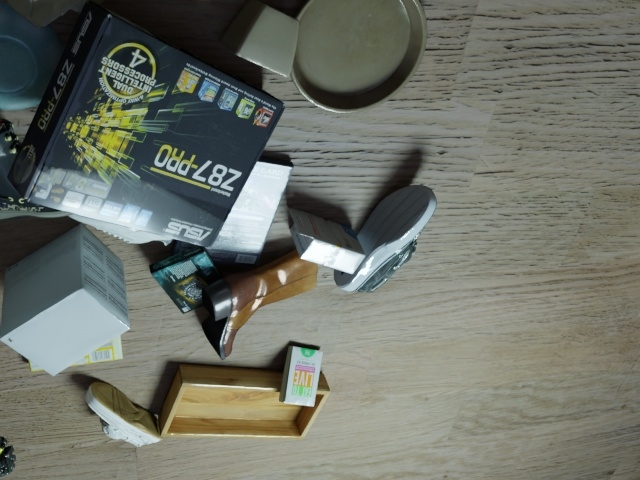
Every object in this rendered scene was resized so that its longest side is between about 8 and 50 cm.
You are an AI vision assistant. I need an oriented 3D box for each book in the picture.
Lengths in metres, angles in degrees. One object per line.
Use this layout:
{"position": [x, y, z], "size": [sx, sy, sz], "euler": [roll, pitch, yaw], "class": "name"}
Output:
{"position": [-0.049, 0.353, 1.857], "size": [0.096, 0.035, 0.144], "euler": [15, 79, -31], "class": "book"}

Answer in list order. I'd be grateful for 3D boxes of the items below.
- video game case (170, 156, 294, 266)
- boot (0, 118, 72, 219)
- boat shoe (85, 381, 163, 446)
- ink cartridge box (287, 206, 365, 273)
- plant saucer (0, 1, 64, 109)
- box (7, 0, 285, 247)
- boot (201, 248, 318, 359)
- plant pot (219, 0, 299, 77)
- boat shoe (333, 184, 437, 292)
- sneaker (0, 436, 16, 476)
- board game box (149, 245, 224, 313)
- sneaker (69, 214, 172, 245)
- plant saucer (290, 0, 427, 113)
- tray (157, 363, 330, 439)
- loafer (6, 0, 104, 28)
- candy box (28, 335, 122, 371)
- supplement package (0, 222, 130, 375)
{"position": [-0.190, -0.063, 1.518], "size": [0.196, 0.026, 0.274], "euler": [7, 124, -25], "class": "video game case"}
{"position": [-0.524, -0.130, 1.289], "size": [0.236, 0.085, 0.179], "euler": [-7, 132, -5], "class": "boot"}
{"position": [-0.504, 0.449, 1.776], "size": [0.096, 0.098, 0.277], "euler": [-31, 133, 5], "class": "boat shoe"}
{"position": [0.000, 0.000, 1.587], "size": [0.181, 0.104, 0.062], "euler": [19, 119, -31], "class": "ink cartridge box"}
{"position": [-0.526, -0.296, 1.190], "size": [0.194, 0.037, 0.195], "euler": [-11, 132, -12], "class": "plant saucer"}
{"position": [-0.284, -0.177, 1.235], "size": [0.394, 0.097, 0.318], "euler": [19, 106, -49], "class": "box"}
{"position": [-0.139, 0.142, 1.672], "size": [0.280, 0.096, 0.264], "euler": [-23, 136, -26], "class": "boot"}
{"position": [-0.098, -0.362, 1.256], "size": [0.109, 0.109, 0.096], "euler": [18, 108, -31], "class": "plant pot"}
{"position": [0.164, -0.001, 1.657], "size": [0.119, 0.121, 0.335], "euler": [13, 134, -38], "class": "boat shoe"}
{"position": [-0.884, 0.495, 1.648], "size": [0.146, 0.134, 0.343], "euler": [-33, 132, 9], "class": "sneaker"}
{"position": [-0.283, 0.088, 1.581], "size": [0.126, 0.026, 0.186], "euler": [-22, 144, -1], "class": "board game box"}
{"position": [-0.396, -0.038, 1.425], "size": [0.235, 0.090, 0.095], "euler": [10, 133, -26], "class": "sneaker"}
{"position": [0.067, -0.371, 1.348], "size": [0.277, 0.041, 0.278], "euler": [-10, 131, -12], "class": "plant saucer"}
{"position": [-0.201, 0.432, 1.894], "size": [0.410, 0.076, 0.203], "euler": [9, 124, -27], "class": "tray"}
{"position": [-0.362, -0.410, 1.121], "size": [0.268, 0.102, 0.092], "euler": [-16, 134, 5], "class": "loafer"}
{"position": [-0.561, 0.242, 1.630], "size": [0.205, 0.027, 0.105], "euler": [-6, 127, -17], "class": "candy box"}
{"position": [-0.508, 0.116, 1.427], "size": [0.194, 0.203, 0.149], "euler": [-31, 132, 7], "class": "supplement package"}
